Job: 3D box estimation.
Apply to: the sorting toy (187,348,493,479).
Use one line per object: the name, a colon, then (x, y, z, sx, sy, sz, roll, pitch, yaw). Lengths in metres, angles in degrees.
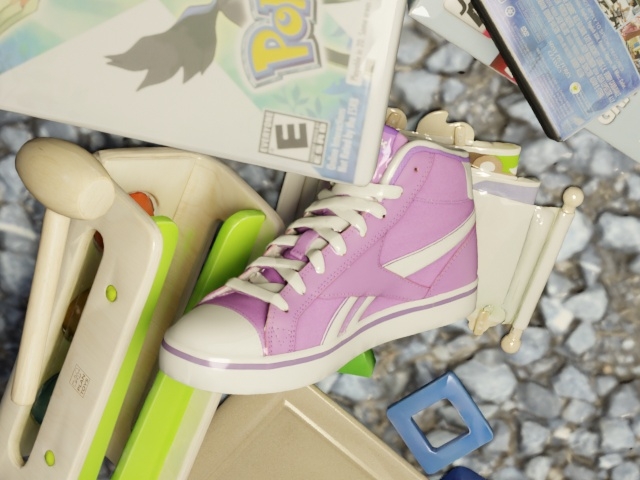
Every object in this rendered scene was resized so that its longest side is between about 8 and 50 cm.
sorting toy: (-0.020, 0.208, 1.575, 0.196, 0.047, 0.348, 42, 107, -5)

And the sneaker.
sneaker: (-0.001, 0.000, 1.366, 0.282, 0.102, 0.161, -22, 122, -43)

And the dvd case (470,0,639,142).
dvd case: (0.200, -0.201, 1.192, 0.253, 0.022, 0.180, -34, 107, -6)

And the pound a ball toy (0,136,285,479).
pound a ball toy: (-0.170, 0.052, 1.418, 0.208, 0.136, 0.319, -5, 127, -43)

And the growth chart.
growth chart: (0.078, -0.018, 1.481, 0.237, 0.021, 0.172, 19, 115, -14)

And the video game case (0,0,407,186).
video game case: (-0.086, -0.217, 1.204, 0.300, 0.036, 0.329, 12, 111, 6)

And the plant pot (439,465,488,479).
plant pot: (0.132, 0.364, 1.586, 0.236, 0.212, 0.236, 35, 111, -21)

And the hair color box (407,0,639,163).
hair color box: (0.230, -0.133, 1.335, 0.374, 0.185, 0.113, 30, 113, -18)
